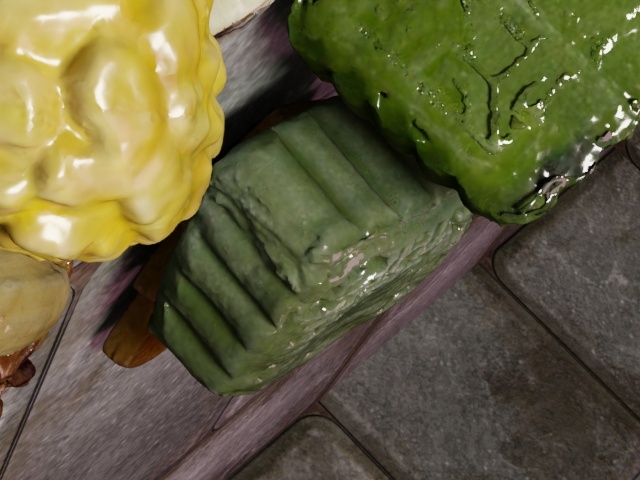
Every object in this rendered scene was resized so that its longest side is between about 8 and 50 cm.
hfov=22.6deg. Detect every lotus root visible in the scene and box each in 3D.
[{"bbox_3d":[-0.181,0.028,0.864,0.062,0.073,0.150,-36,173,22],"label":"lotus root"}]

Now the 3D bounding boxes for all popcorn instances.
[{"bbox_3d":[-0.101,-0.070,0.574,0.180,0.170,0.180,-36,151,-24],"label":"popcorn"}]

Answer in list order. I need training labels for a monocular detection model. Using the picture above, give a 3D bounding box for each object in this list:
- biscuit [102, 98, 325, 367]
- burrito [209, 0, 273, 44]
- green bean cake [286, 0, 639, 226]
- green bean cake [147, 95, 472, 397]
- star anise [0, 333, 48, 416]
[{"bbox_3d":[-0.052,-0.026,1.254,0.278,0.043,0.301,-36,165,-29],"label":"biscuit"},{"bbox_3d":[-0.075,-0.116,0.742,0.229,0.063,0.058,-33,137,-45],"label":"burrito"},{"bbox_3d":[0.107,-0.131,0.981,0.200,0.214,0.113,-46,174,6],"label":"green bean cake"},{"bbox_3d":[0.000,0.000,1.144,0.222,0.125,0.227,-32,167,-38],"label":"green bean cake"},{"bbox_3d":[-0.215,0.078,0.981,0.168,0.057,0.168,-42,170,-9],"label":"star anise"}]
